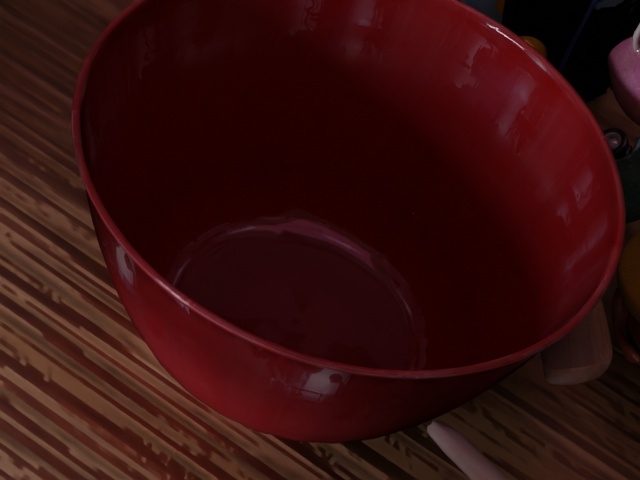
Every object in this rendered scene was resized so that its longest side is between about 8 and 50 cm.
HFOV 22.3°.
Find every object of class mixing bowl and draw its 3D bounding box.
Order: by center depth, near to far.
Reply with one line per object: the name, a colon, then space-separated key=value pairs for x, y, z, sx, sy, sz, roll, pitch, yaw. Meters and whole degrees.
mixing bowl: x=0.000 y=0.000 z=0.550 sx=0.181 sy=0.098 sz=0.181 roll=9 pitch=47 yaw=-10

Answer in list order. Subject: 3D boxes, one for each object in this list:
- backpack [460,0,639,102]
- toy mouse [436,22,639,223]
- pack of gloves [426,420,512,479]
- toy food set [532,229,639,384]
backpack: x=0.082 y=-0.151 z=0.672 sx=0.117 sy=0.173 sz=0.158 roll=-27 pitch=61 yaw=-37
toy mouse: x=0.115 y=-0.038 z=0.620 sx=0.143 sy=0.161 sz=0.031 roll=17 pitch=61 yaw=-21
pack of gloves: x=0.153 y=0.124 z=0.422 sx=0.195 sy=0.046 sz=0.232 roll=33 pitch=5 yaw=-27
toy food set: x=0.177 y=0.041 z=0.596 sx=0.218 sy=0.071 sz=0.128 roll=-2 pitch=27 yaw=-4
